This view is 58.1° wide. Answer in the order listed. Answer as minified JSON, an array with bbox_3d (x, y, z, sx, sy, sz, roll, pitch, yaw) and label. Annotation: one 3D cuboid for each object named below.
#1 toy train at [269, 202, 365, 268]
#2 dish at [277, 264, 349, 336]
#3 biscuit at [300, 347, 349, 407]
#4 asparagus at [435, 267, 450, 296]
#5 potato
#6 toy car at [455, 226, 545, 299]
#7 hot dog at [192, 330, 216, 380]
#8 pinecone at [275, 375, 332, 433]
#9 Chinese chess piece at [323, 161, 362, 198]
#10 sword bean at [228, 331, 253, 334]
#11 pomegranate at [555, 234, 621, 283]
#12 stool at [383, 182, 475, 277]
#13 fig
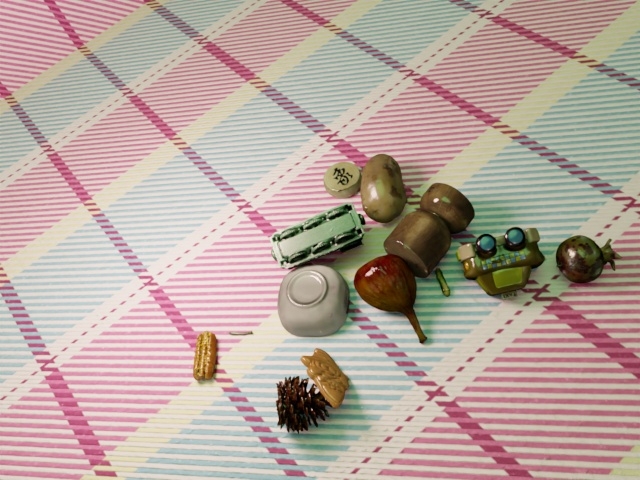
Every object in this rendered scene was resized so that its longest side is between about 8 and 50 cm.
[{"bbox_3d":[0.000,0.000,1.928,0.330,0.178,0.139,-23,74,5],"label":"toy train"},{"bbox_3d":[-0.031,0.180,1.853,0.256,0.117,0.257,-7,56,11],"label":"dish"},{"bbox_3d":[0.021,0.394,1.681,0.035,0.162,0.250,-59,25,20],"label":"biscuit"},{"bbox_3d":[0.385,0.129,1.832,0.025,0.021,0.108,-19,55,4],"label":"asparagus"},{"bbox_3d":[0.212,-0.187,2.000,0.164,0.165,0.263,-10,63,9],"label":"potato"},{"bbox_3d":[0.554,0.078,1.744,0.247,0.204,0.198,-15,79,7],"label":"toy car"},{"bbox_3d":[-0.373,0.371,1.864,0.071,0.045,0.165,-9,57,12],"label":"hot dog"},{"bbox_3d":[-0.046,0.469,1.655,0.165,0.163,0.163,-3,56,-4],"label":"pinecone"},{"bbox_3d":[0.082,-0.223,2.118,0.143,0.058,0.144,-7,57,10],"label":"Chinese chess piece"},{"bbox_3d":[-0.262,0.306,1.898,0.083,0.012,0.012,-3,57,12],"label":"sword bean"},{"bbox_3d":[0.787,0.058,1.712,0.169,0.149,0.149,8,57,-10],"label":"pomegranate"},{"bbox_3d":[0.349,-0.032,1.851,0.179,0.179,0.264,31,70,29],"label":"stool"},{"bbox_3d":[0.241,0.169,1.795,0.290,0.190,0.191,44,74,-4],"label":"fig"}]
